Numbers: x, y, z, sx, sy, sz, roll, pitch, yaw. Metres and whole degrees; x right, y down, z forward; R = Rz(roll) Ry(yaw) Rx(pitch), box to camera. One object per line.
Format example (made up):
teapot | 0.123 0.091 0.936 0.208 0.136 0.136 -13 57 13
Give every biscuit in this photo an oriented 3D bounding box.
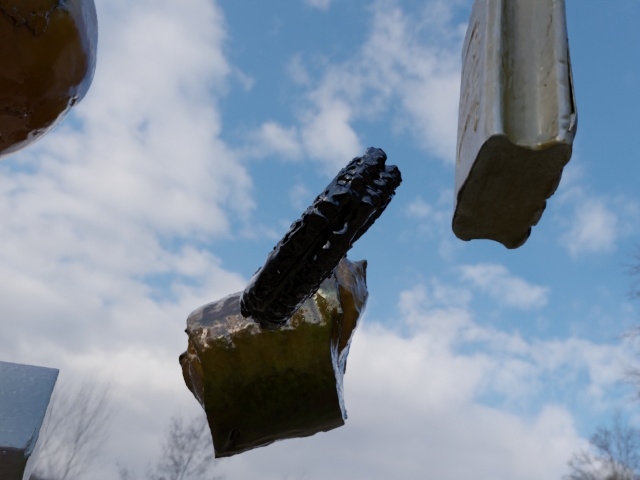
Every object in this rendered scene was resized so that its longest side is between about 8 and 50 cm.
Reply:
biscuit | 0.000 0.000 0.550 0.053 0.194 0.194 40 -38 0

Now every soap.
soap | 0.195 -0.151 0.649 0.089 0.274 0.173 9 -33 5

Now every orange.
orange | -0.284 -0.174 0.448 0.246 0.246 0.246 14 -37 10

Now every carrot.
carrot | -0.052 0.176 0.937 0.340 0.242 0.242 -17 -41 -5

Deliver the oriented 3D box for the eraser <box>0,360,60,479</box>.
eraser | -0.380 0.148 0.510 0.287 0.130 0.086 12 -70 -15
